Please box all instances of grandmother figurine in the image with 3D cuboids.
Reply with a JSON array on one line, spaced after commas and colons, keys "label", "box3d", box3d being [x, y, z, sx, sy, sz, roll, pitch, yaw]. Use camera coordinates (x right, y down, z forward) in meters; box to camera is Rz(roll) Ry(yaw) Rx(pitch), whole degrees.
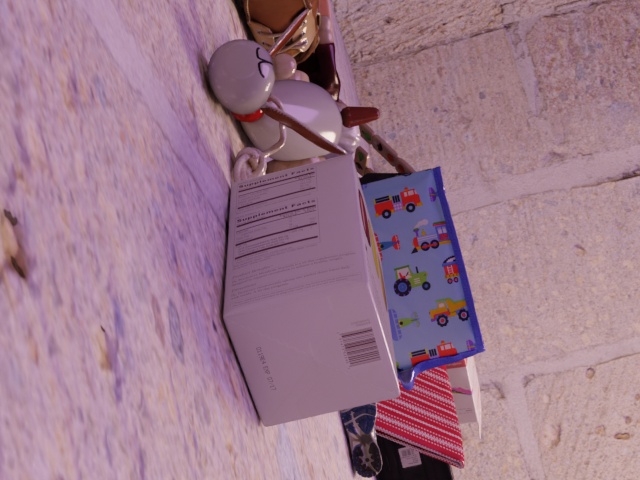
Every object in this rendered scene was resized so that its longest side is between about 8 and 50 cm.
[{"label": "grandmother figurine", "box3d": [-0.006, -0.278, 1.855, 0.208, 0.104, 0.342, 95, -17, -60]}]

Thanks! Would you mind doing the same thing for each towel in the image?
[{"label": "towel", "box3d": [0.128, 0.242, 1.824, 0.031, 0.199, 0.275, -61, -166, 24]}]

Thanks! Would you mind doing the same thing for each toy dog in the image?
[{"label": "toy dog", "box3d": [-0.018, -0.154, 1.343, 0.334, 0.161, 0.220, -72, 148, -78]}]

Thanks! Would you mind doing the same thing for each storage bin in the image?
[{"label": "storage bin", "box3d": [0.150, 0.358, 1.913, 0.084, 0.122, 0.180, -9, 85, -84]}]

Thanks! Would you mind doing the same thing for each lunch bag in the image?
[{"label": "lunch bag", "box3d": [0.102, 0.070, 1.645, 0.138, 0.221, 0.293, 63, 15, -65]}]

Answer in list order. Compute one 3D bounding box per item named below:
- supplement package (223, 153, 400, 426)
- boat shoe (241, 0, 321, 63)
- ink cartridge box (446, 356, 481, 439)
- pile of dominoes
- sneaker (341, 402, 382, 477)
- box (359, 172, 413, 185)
[{"label": "supplement package", "box3d": [-0.010, 0.040, 1.120, 0.244, 0.134, 0.139, -94, 169, -58]}, {"label": "boat shoe", "box3d": [-0.048, -0.321, 1.642, 0.324, 0.122, 0.120, 3, 79, -84]}, {"label": "ink cartridge box", "box3d": [0.245, 0.252, 2.067, 0.115, 0.067, 0.198, -70, 149, -63]}, {"label": "pile of dominoes", "box3d": [0.062, -0.118, 1.952, 0.251, 0.040, 0.196, 46, -28, 23]}, {"label": "sneaker", "box3d": [0.057, 0.275, 1.652, 0.058, 0.052, 0.135, 93, -7, -77]}, {"label": "box", "box3d": [0.123, -0.022, 1.860, 0.158, 0.093, 0.156, 4, -57, 52]}]
